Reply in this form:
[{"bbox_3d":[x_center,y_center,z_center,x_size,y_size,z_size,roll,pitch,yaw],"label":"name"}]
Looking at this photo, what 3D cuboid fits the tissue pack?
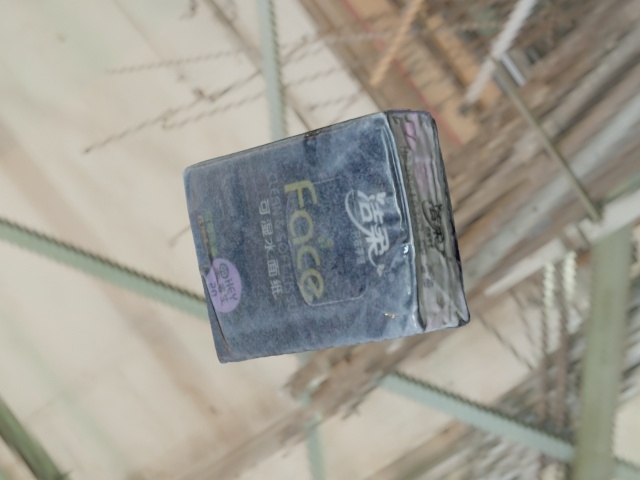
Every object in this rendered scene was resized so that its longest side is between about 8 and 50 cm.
[{"bbox_3d":[0.000,0.000,0.841,0.051,0.156,0.112,-8,-93,-46],"label":"tissue pack"}]
